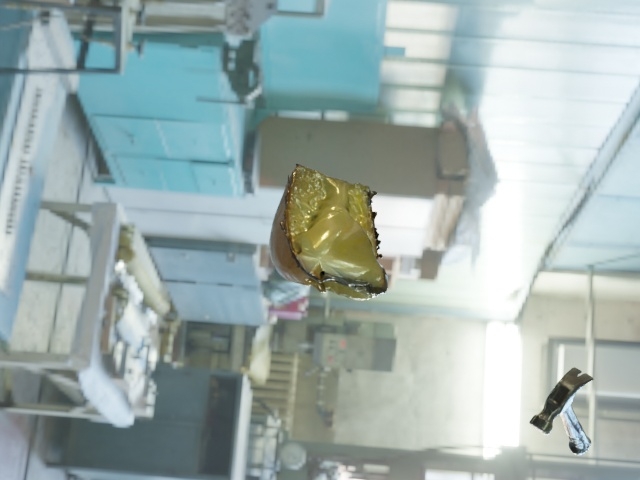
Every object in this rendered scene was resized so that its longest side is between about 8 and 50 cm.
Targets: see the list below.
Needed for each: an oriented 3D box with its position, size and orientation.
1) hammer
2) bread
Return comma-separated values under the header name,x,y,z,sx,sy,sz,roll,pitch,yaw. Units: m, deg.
name,x,y,z,sx,sy,sz,roll,pitch,yaw
hammer,0.375,0.273,1.487,0.111,0.033,0.288,-53,149,-10
bread,0.000,0.000,1.774,0.162,0.204,0.262,-49,-151,39
